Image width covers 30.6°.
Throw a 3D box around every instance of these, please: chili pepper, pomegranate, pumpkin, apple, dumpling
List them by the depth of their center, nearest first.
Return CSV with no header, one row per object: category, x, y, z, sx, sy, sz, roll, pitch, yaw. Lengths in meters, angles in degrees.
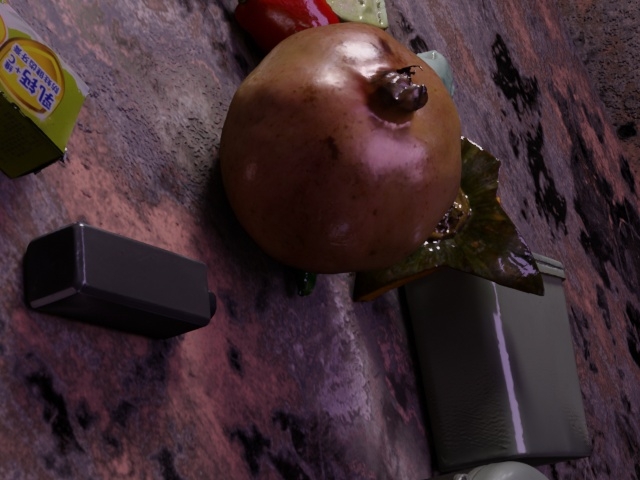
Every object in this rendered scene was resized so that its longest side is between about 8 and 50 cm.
pomegranate,0.035,-0.128,1.515,0.338,0.338,0.338,37,43,-45
chili pepper,0.000,0.000,1.665,0.088,0.059,0.227,56,34,-32
chili pepper,-0.051,-0.331,1.703,0.338,0.131,0.134,60,21,-15
pumpkin,0.179,-0.032,1.774,0.095,0.290,0.258,71,13,-71
apple,0.001,-0.442,1.877,0.193,0.120,0.265,13,59,-43
dumpling,0.188,-0.245,2.082,0.149,0.104,0.217,60,30,-18

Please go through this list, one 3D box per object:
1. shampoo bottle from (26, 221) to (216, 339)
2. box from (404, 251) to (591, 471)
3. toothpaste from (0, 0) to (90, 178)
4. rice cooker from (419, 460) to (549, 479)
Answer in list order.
shampoo bottle,-0.202,0.051,1.263,0.246,0.080,0.079,21,57,-53
box,0.298,0.200,1.940,0.352,0.177,0.344,16,63,-56
toothpaste,-0.367,-0.208,1.139,0.327,0.077,0.110,48,34,-35
rice cooker,0.175,0.444,1.414,0.335,0.325,0.335,38,42,-44
